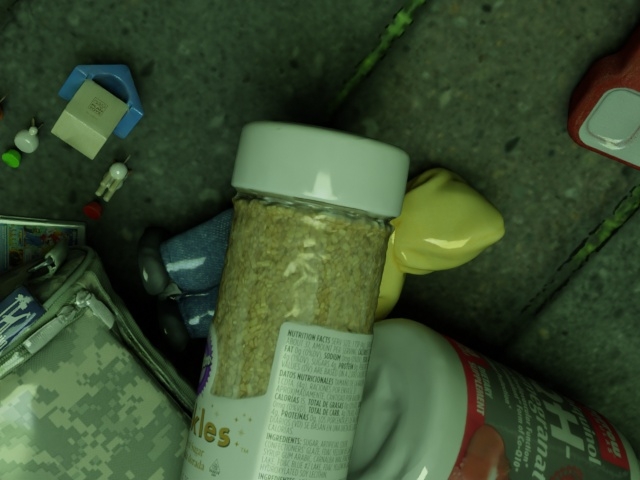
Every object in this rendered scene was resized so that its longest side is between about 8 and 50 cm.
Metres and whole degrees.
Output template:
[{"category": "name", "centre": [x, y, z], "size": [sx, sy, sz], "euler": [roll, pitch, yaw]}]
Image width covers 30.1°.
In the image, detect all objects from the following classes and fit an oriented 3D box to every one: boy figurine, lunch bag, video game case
[{"category": "boy figurine", "centre": [0.000, 0.000, 0.945], "size": [0.285, 0.092, 0.177], "euler": [-16, 113, 5]}, {"category": "lunch bag", "centre": [-0.203, 0.166, 0.930], "size": [0.256, 0.212, 0.305], "euler": [-29, 116, 15]}, {"category": "video game case", "centre": [-0.258, 0.021, 0.990], "size": [0.122, 0.011, 0.087], "euler": [5, 113, -3]}]

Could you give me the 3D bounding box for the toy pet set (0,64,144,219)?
[{"category": "toy pet set", "centre": [-0.193, -0.093, 0.929], "size": [0.122, 0.065, 0.114], "euler": [35, 143, -12]}]

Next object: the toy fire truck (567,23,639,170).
[{"category": "toy fire truck", "centre": [0.370, -0.116, 0.883], "size": [0.302, 0.169, 0.254], "euler": [21, 136, -10]}]

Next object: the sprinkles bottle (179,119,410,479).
[{"category": "sprinkles bottle", "centre": [-0.027, 0.099, 0.831], "size": [0.121, 0.121, 0.355], "euler": [10, 90, -6]}]

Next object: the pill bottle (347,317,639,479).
[{"category": "pill bottle", "centre": [0.147, 0.197, 0.967], "size": [0.319, 0.176, 0.176], "euler": [28, 111, -32]}]
